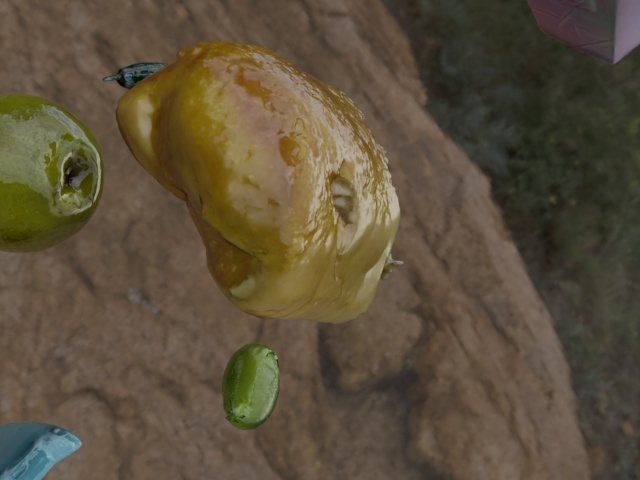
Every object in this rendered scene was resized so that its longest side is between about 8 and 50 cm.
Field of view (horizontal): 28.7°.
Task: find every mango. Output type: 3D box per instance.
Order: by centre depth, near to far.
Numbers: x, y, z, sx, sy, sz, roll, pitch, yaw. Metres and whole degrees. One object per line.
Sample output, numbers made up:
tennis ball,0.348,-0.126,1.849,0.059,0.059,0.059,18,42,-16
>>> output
mango,-0.104,0.208,1.760,0.091,0.074,0.165,61,25,-18

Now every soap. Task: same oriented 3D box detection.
soap,0.251,-0.329,1.217,0.193,0.109,0.324,38,-14,49

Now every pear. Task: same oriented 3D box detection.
pear,-0.475,-0.103,1.904,0.253,0.307,0.253,0,90,-60

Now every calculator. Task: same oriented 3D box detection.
calculator,-0.552,0.372,1.916,0.054,0.386,0.256,59,43,-18

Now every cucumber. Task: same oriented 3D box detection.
cucumber,-0.212,-0.237,1.873,0.250,0.056,0.056,2,60,-32

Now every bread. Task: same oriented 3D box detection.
bread,-0.058,-0.086,1.584,0.361,0.250,0.394,56,10,16
